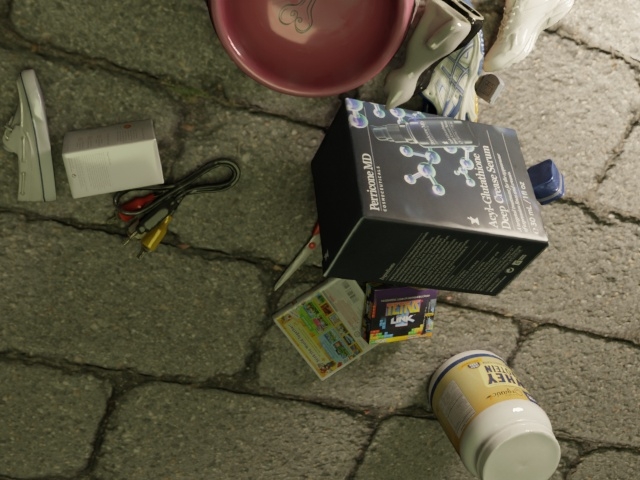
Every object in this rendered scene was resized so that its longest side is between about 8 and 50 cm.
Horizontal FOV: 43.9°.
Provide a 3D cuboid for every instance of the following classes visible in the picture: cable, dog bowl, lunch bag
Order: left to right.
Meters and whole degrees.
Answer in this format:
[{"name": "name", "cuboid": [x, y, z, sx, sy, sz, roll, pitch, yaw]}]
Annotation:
[{"name": "cable", "cuboid": [-0.305, -0.094, 1.619, 0.287, 0.072, 0.139, -39, 103, -8]}, {"name": "dog bowl", "cuboid": [-0.017, -0.433, 1.390, 0.407, 0.150, 0.408, 1, 128, 1]}, {"name": "lunch bag", "cuboid": [0.510, -0.131, 1.793, 0.067, 0.098, 0.065, -25, 122, 33]}]

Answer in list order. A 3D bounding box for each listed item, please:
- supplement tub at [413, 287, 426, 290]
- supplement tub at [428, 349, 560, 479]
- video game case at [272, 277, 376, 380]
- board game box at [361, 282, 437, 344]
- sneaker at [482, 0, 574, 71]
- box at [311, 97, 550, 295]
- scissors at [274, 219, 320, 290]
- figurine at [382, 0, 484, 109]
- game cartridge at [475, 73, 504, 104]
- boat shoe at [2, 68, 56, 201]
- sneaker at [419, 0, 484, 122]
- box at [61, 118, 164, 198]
[{"name": "supplement tub", "cuboid": [0.194, 0.028, 1.752, 0.199, 0.144, 0.144, 17, 110, -23]}, {"name": "supplement tub", "cuboid": [0.416, 0.437, 1.919, 0.228, 0.316, 0.229, -7, 117, -13]}, {"name": "video game case", "cuboid": [0.031, 0.199, 1.860, 0.206, 0.026, 0.227, -34, 121, 2]}, {"name": "board game box", "cuboid": [0.185, 0.163, 1.853, 0.170, 0.048, 0.141, -5, 113, -23]}, {"name": "sneaker", "cuboid": [0.398, -0.447, 1.616, 0.115, 0.090, 0.232, 42, 90, -22]}, {"name": "box", "cuboid": [0.206, -0.080, 1.583, 0.395, 0.294, 0.212, 6, 144, -19]}, {"name": "scissors", "cuboid": [0.000, 0.000, 1.754, 0.108, 0.021, 0.297, 18, 108, -25]}, {"name": "figurine", "cuboid": [0.195, -0.337, 1.465, 0.092, 0.215, 0.209, 38, 118, 6]}, {"name": "game cartridge", "cuboid": [0.355, -0.319, 1.659, 0.017, 0.083, 0.056, 20, 109, -19]}, {"name": "boat shoe", "cuboid": [-0.544, -0.185, 1.466, 0.084, 0.095, 0.258, -8, 117, -17]}, {"name": "sneaker", "cuboid": [0.249, -0.340, 1.603, 0.130, 0.112, 0.297, -9, 117, -11]}, {"name": "box", "cuboid": [-0.392, -0.157, 1.503, 0.170, 0.130, 0.091, -10, 117, -10]}]
